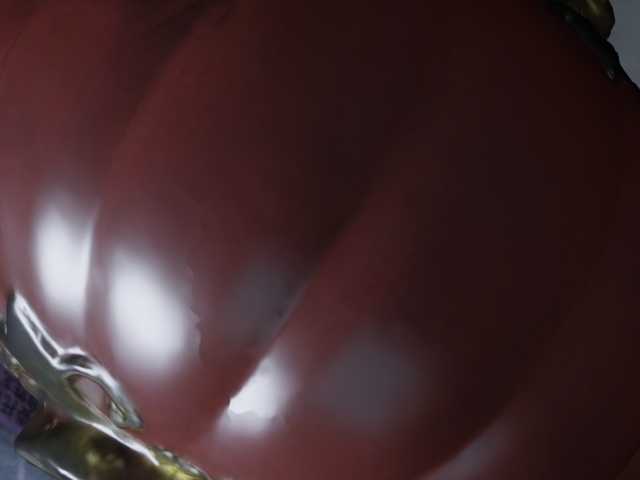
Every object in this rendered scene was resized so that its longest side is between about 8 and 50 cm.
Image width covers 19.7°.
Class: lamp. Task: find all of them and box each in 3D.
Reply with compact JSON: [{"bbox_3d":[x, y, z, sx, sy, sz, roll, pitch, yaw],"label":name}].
[{"bbox_3d":[0.000,0.000,0.688,0.303,0.257,0.303,30,169,6],"label":"lamp"}]

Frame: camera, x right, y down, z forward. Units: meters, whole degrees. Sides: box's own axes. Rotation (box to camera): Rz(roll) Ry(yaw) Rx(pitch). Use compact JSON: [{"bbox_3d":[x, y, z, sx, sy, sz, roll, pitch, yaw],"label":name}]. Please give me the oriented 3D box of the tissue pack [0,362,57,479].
[{"bbox_3d":[-0.257,0.096,0.930,0.259,0.122,0.361,-32,120,31],"label":"tissue pack"}]
